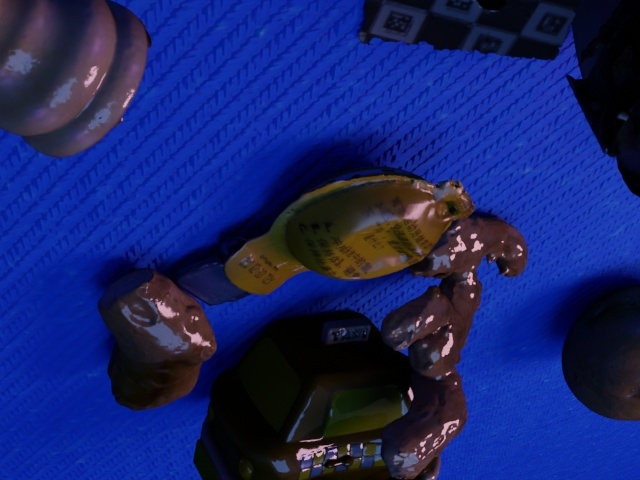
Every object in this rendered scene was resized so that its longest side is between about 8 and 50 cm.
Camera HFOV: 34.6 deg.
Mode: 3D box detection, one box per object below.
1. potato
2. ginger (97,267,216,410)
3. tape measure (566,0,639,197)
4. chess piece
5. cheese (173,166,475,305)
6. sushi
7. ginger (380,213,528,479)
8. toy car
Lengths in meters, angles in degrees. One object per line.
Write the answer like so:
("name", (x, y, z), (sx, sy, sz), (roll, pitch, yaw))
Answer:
("potato", (0.377, 0.133, 1.204), (0.178, 0.160, 0.235), (7, 178, 27))
("ginger", (-0.139, 0.085, 0.860), (0.095, 0.069, 0.190), (-2, 146, -16))
("tape measure", (0.247, -0.097, 0.630), (0.133, 0.271, 0.231), (-17, 148, -9))
("chess piece", (-0.177, -0.119, 0.513), (0.094, 0.094, 0.170), (-35, 140, 20))
("cheese", (0.000, 0.000, 0.829), (0.250, 0.064, 0.156), (-20, 150, 15))
("sushi", (0.105, -0.191, 0.624), (0.139, 0.031, 0.201), (6, 147, -6))
("ginger", (0.103, 0.084, 0.929), (0.149, 0.065, 0.258), (39, 73, -39))
("toy car", (0.014, 0.162, 1.005), (0.248, 0.204, 0.198), (-2, 121, -28))
